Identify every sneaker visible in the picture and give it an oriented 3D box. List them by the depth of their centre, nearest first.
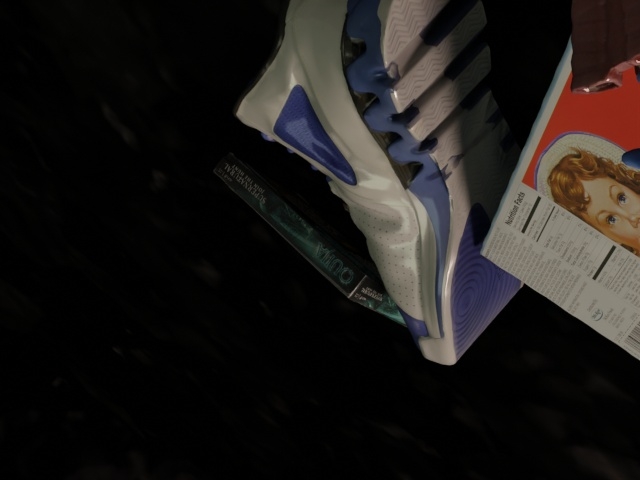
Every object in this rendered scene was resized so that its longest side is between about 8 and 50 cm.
[{"bbox_3d":[0.043,-0.073,0.855,0.182,0.127,0.316,20,141,41],"label":"sneaker"}]

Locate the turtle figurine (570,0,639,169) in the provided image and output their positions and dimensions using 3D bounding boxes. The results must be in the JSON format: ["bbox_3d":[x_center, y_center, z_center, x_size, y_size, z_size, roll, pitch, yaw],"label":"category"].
[{"bbox_3d":[0.180,-0.167,0.501,0.266,0.274,0.198,52,180,18],"label":"turtle figurine"}]

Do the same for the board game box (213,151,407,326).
[{"bbox_3d":[0.000,0.000,1.000,0.186,0.026,0.126,42,-173,33],"label":"board game box"}]

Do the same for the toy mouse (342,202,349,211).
[{"bbox_3d":[0.070,0.004,1.021,0.143,0.031,0.161,27,151,25],"label":"toy mouse"}]

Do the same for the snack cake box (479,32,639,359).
[{"bbox_3d":[0.206,-0.042,0.709,0.152,0.089,0.264,35,153,13],"label":"snack cake box"}]
